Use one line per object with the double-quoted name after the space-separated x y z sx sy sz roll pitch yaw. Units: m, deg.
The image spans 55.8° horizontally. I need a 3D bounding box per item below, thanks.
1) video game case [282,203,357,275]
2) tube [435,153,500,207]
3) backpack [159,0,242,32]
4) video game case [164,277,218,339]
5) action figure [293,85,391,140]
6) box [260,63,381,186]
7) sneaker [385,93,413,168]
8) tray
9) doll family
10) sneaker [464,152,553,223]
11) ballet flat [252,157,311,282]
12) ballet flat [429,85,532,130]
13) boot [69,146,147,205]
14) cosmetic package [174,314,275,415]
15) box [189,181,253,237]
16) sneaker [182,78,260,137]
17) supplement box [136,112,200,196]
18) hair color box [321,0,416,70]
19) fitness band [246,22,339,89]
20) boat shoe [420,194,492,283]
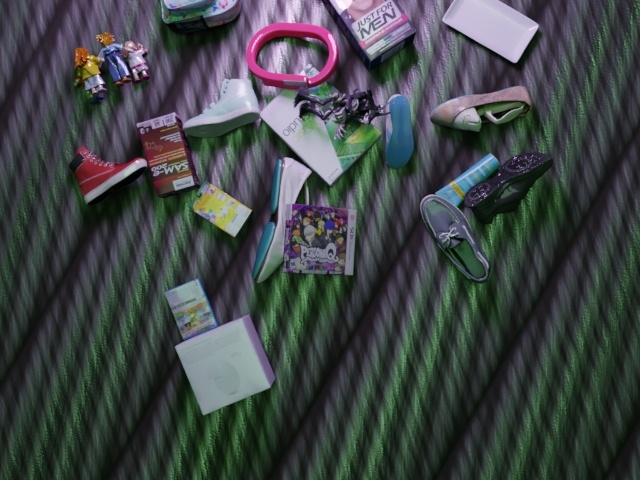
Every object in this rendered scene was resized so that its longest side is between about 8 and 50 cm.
0.000 0.000 1.846 0.232 0.042 0.210 4 89 -28 "video game case"
0.464 -0.185 1.887 0.207 0.052 0.080 -41 85 6 "tube"
-0.372 -0.777 1.863 0.254 0.191 0.224 -8 88 -3 "backpack"
-0.411 0.218 1.925 0.119 0.015 0.166 -22 88 1 "video game case"
0.064 -0.378 1.795 0.276 0.164 0.140 10 68 11 "action figure"
-0.001 -0.360 1.899 0.322 0.058 0.232 44 90 2 "box"
0.243 -0.338 1.879 0.088 0.092 0.228 1 109 0 "sneaker"
0.531 -0.679 1.899 0.271 0.030 0.145 32 89 2 "tray"
-0.674 -0.555 1.896 0.263 0.118 0.163 -23 88 2 "doll family"
0.582 -0.161 1.848 0.286 0.109 0.130 -33 120 11 "sneaker"
-0.108 -0.054 1.872 0.139 0.139 0.399 12 89 2 "ballet flat"
0.497 -0.393 1.848 0.316 0.107 0.106 -16 58 3 "ballet flat"
-0.672 -0.241 1.895 0.244 0.088 0.176 -27 86 15 "boot"
-0.288 0.375 1.856 0.224 0.138 0.224 -22 90 2 "cosmetic package"
-0.316 -0.099 1.914 0.179 0.043 0.105 33 91 0 "box"
-0.317 -0.421 1.904 0.256 0.094 0.150 -14 71 12 "sneaker"
-0.478 -0.266 1.907 0.130 0.073 0.239 -17 89 1 "supplement box"
0.128 -0.727 1.878 0.174 0.105 0.347 -34 87 1 "hair color box"
-0.087 -0.573 1.875 0.291 0.054 0.208 10 75 14 "fitness band"
0.417 -0.005 1.851 0.116 0.099 0.319 -34 88 12 "boat shoe"
